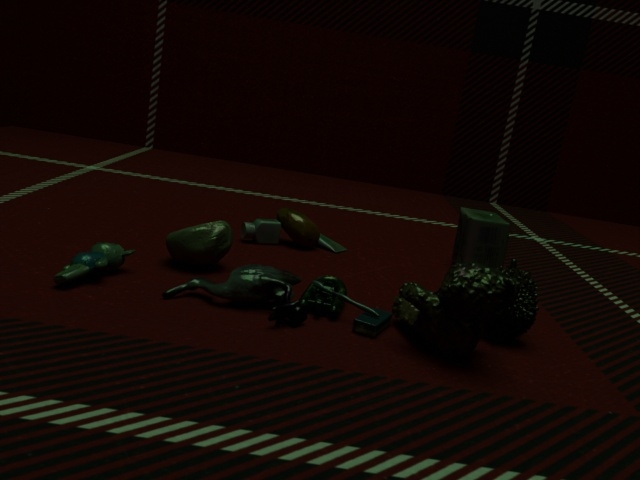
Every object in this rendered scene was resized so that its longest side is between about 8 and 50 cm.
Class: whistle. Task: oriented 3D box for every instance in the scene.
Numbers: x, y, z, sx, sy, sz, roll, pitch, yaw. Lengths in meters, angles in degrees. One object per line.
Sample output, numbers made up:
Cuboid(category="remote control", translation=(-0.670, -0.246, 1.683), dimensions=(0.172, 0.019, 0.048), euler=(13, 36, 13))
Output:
Cuboid(category="whistle", translation=(-0.537, 0.052, 1.550), dimensions=(0.114, 0.077, 0.235), euler=(-7, 11, 19))

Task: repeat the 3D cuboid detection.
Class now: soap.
Cuboid(category="soap", translation=(0.521, 0.008, 2.163), dimensions=(0.138, 0.199, 0.182), euler=(6, 13, -3))

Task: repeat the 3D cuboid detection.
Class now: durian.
Cuboid(category="durian", translation=(0.449, 0.139, 1.598), dimensions=(0.166, 0.196, 0.196), euler=(10, 13, -20))

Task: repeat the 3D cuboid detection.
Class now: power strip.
Cuboid(category="power strip", translation=(0.121, 0.186, 1.517), dimensions=(0.056, 0.032, 0.123), euler=(16, 15, 22))

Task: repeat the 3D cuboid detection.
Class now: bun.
Cuboid(category="bun", translation=(-0.316, 0.014, 1.760), dimensions=(0.173, 0.113, 0.166), euler=(-12, 5, 12))

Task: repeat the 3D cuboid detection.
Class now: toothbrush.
Cuboid(category="toothbrush", translation=(0.058, 0.135, 1.540), dimensions=(0.193, 0.013, 0.019), euler=(26, 11, 30))

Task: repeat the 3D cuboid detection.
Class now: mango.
Cuboid(category="mango", translation=(-0.073, -0.047, 2.133), dimensions=(0.165, 0.089, 0.115), euler=(46, 0, -1))

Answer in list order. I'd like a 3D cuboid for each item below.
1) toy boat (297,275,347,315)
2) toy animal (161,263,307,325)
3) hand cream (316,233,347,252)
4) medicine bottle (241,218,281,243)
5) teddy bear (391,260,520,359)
Cuboid(category="toy boat", translation=(0.010, 0.134, 1.613), dimensions=(0.104, 0.052, 0.210), euler=(9, 17, 9))
Cuboid(category="toy animal", translation=(-0.174, 0.107, 1.525), dimensions=(0.324, 0.090, 0.195), euler=(11, 23, 16))
Cuboid(category="hand cream", translation=(0.000, 0.000, 2.193), dimensions=(0.174, 0.047, 0.076), euler=(26, 19, 25))
Cuboid(category="medicine bottle", translation=(-0.190, -0.030, 2.104), dimensions=(0.118, 0.074, 0.055), euler=(1, 16, -26))
Cuboid(category="teddy bear", translation=(0.285, 0.125, 1.457), dimensions=(0.246, 0.223, 0.296), euler=(13, 15, -12))
